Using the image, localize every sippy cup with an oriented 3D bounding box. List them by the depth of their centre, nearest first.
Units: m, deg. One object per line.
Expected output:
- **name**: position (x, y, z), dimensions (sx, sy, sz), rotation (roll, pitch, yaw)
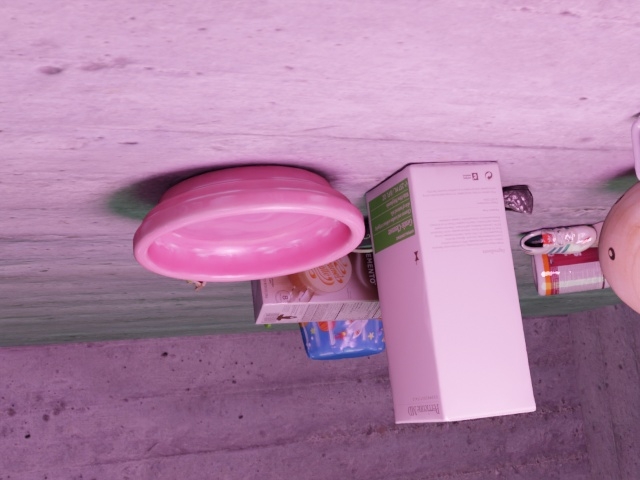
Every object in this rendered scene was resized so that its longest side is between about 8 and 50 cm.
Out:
- **sippy cup**: position (0.043, 0.130, 2.116), dimensions (0.305, 0.224, 0.240), rotation (-10, 170, 20)

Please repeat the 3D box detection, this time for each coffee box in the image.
- **coffee box**: position (0.001, 0.068, 1.858), dimensions (0.246, 0.141, 0.098), rotation (-2, 154, -14)

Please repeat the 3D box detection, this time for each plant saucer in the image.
- **plant saucer**: position (-0.105, -0.025, 1.470), dimensions (0.332, 0.084, 0.332), rotation (-7, 162, -2)

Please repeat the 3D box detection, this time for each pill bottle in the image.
- **pill bottle**: position (0.593, 0.054, 2.300), dimensions (0.221, 0.121, 0.121), rotation (-8, 170, 6)

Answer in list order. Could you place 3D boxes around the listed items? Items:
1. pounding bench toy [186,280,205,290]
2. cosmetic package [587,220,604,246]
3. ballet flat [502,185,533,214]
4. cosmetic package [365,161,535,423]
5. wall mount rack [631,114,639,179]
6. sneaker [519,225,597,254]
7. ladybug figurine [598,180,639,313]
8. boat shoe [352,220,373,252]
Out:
- **pounding bench toy**: position (-0.241, 0.042, 1.957), dimensions (0.065, 0.083, 0.052), rotation (30, 156, -14)
- **cosmetic package**: position (0.602, -0.017, 2.139), dimensions (0.060, 0.041, 0.115), rotation (0, 169, -27)
- **ballet flat**: position (0.266, -0.056, 1.693), dimensions (0.173, 0.049, 0.057), rotation (-9, 169, 15)
- **cosmetic package**: position (0.189, 0.083, 1.521), dimensions (0.155, 0.366, 0.197), rotation (-3, 169, -19)
- **wall mount rack**: position (0.579, -0.129, 1.283), dimensions (0.304, 0.130, 0.350), rotation (-10, 170, 42)
- **sneaker**: position (0.493, 0.001, 2.127), dimensions (0.161, 0.057, 0.075), rotation (-7, 176, 20)
- **ladybug figurine**: position (0.636, -0.007, 1.530), dimensions (0.449, 0.305, 0.162), rotation (-2, 155, 27)
- **boat shoe**: position (0.115, -0.026, 1.810), dimensions (0.206, 0.075, 0.065), rotation (-2, 128, 9)
